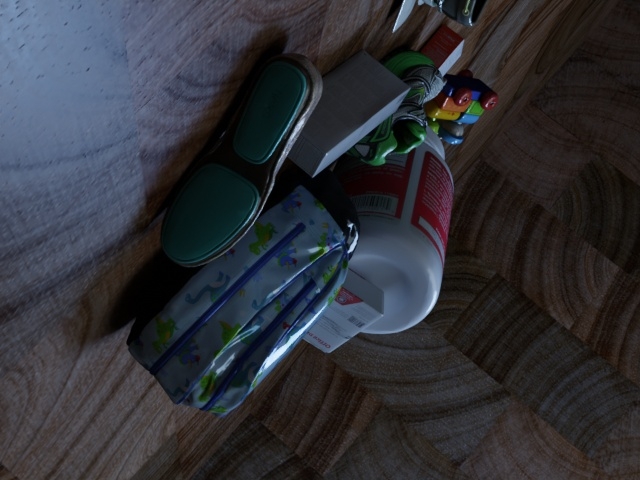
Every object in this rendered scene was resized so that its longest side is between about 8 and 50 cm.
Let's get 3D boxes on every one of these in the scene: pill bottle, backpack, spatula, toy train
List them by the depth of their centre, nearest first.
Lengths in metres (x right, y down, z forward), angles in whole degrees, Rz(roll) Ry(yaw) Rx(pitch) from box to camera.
[{"bbox_3d":[0.178,-0.433,1.572,0.168,0.019,0.242,-44,165,-30],"label":"spatula"},{"bbox_3d":[-0.120,0.088,1.583,0.356,0.273,0.290,-28,176,-36],"label":"backpack"},{"bbox_3d":[0.117,-0.045,1.891,0.229,0.229,0.407,-58,-170,38],"label":"pill bottle"},{"bbox_3d":[0.236,-0.272,2.161,0.248,0.105,0.143,-1,129,-44],"label":"toy train"}]

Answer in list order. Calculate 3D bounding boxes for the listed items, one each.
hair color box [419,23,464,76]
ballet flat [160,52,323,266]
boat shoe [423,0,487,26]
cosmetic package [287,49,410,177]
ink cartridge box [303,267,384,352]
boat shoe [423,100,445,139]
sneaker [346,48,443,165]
[{"bbox_3d":[0.194,-0.314,1.989,0.167,0.053,0.093,-51,172,-5],"label":"hair color box"},{"bbox_3d":[-0.091,-0.098,1.353,0.316,0.107,0.106,-52,178,20],"label":"ballet flat"},{"bbox_3d":[0.265,-0.458,1.551,0.305,0.091,0.109,-57,167,23],"label":"boat shoe"},{"bbox_3d":[0.027,-0.189,1.556,0.239,0.099,0.060,-41,169,-43],"label":"cosmetic package"},{"bbox_3d":[0.023,0.111,1.728,0.135,0.099,0.056,-37,-150,33],"label":"ink cartridge box"},{"bbox_3d":[0.167,-0.180,2.268,0.285,0.089,0.104,-48,171,-12],"label":"boat shoe"},{"bbox_3d":[0.121,-0.209,1.773,0.343,0.146,0.134,-40,166,-49],"label":"sneaker"}]
